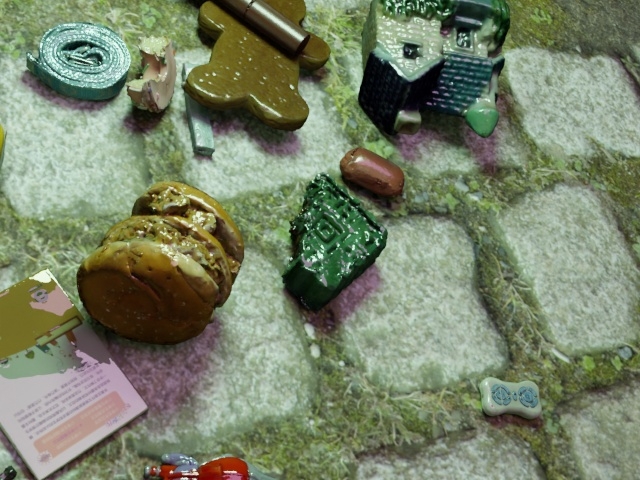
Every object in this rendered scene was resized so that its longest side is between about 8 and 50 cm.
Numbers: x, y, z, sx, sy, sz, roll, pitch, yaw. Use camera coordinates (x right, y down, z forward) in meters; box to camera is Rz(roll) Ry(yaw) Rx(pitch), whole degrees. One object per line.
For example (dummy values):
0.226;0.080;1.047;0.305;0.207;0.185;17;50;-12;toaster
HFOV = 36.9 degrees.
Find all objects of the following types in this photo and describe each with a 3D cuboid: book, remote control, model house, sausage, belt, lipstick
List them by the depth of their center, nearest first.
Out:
-0.439;0.205;1.518;0.208;0.020;0.295;-31;78;-33;book
-0.439;-0.331;1.779;0.163;0.082;0.147;35;66;-5;belt
0.357;0.295;1.795;0.122;0.032;0.074;6;61;-19;remote control
0.106;-0.135;1.905;0.141;0.076;0.076;29;56;-5;sausage
-0.177;-0.493;1.921;0.357;0.057;0.057;37;55;5;lipstick
0.235;-0.347;1.980;0.299;0.243;0.284;8;64;-5;model house

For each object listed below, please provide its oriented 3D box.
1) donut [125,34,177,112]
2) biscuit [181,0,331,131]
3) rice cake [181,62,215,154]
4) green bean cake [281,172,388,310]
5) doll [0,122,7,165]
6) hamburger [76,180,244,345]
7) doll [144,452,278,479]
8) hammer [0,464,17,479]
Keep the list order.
-0.316;-0.301;1.803;0.065;0.117;0.166;3;47;11;donut
-0.121;-0.390;1.950;0.283;0.064;0.431;16;49;-14;biscuit
-0.238;-0.258;1.850;0.043;0.034;0.210;1;62;-26;rice cake
0.000;0.000;1.765;0.193;0.107;0.208;46;57;5;green bean cake
-0.635;-0.148;1.551;0.270;0.166;0.162;24;54;-5;doll
-0.260;0.050;1.565;0.211;0.261;0.245;-69;144;-49;hamburger
-0.163;0.381;1.503;0.228;0.075;0.102;4;52;-10;doll
-0.592;0.289;1.404;0.297;0.027;0.125;41;51;2;hammer
